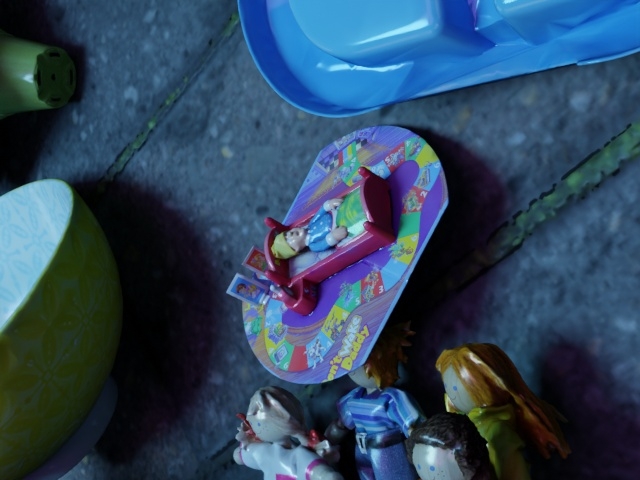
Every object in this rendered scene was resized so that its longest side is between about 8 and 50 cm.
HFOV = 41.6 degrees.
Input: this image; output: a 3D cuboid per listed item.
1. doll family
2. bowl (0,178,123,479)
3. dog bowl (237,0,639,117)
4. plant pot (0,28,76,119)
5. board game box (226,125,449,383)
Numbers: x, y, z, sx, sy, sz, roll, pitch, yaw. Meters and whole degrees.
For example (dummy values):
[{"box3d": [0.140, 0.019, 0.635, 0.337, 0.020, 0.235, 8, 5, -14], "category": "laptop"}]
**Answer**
[{"box3d": [0.055, 0.131, 0.487, 0.263, 0.118, 0.163, -7, 96, 57], "category": "doll family"}, {"box3d": [-0.253, 0.104, 0.662, 0.290, 0.289, 0.156, -11, 130, 38], "category": "bowl"}, {"box3d": [0.087, -0.158, 0.443, 0.297, 0.074, 0.165, -6, 90, 38], "category": "dog bowl"}, {"box3d": [-0.255, -0.140, 0.718, 0.079, 0.083, 0.083, 9, 99, 26], "category": "plant pot"}, {"box3d": [0.000, 0.000, 0.501, 0.133, 0.033, 0.168, 26, 87, 53], "category": "board game box"}]
